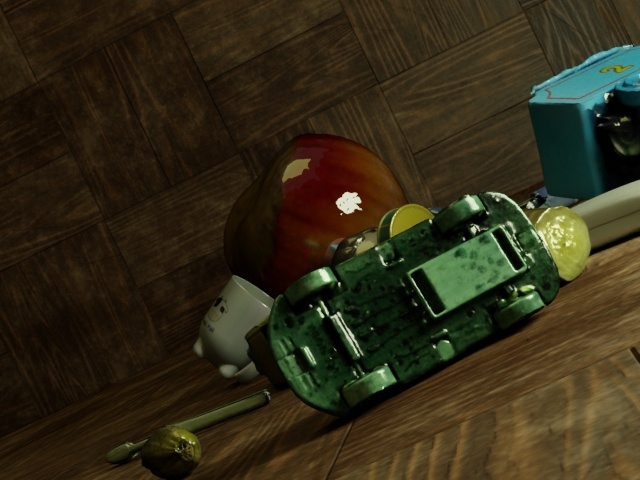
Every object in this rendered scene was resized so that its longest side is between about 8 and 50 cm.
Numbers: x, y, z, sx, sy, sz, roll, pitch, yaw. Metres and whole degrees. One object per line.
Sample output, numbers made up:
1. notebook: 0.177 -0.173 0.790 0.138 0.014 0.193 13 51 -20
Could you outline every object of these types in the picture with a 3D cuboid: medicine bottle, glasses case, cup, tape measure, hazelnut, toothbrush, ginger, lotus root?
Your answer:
1. medicine bottle: 0.517 -0.116 2.392 0.231 0.059 0.059 -26 1 -14
2. glasses case: 0.355 -0.027 1.530 0.233 0.059 0.092 -24 3 37
3. cup: -0.119 0.163 2.033 0.142 0.173 0.134 -54 -32 2
4. tape measure: 0.387 -0.049 2.315 0.091 0.054 0.094 -27 -5 -15
5. hazelnut: 0.000 0.000 2.241 0.359 0.359 0.409 -26 -3 -14
6. toothbrush: -0.178 0.248 1.627 0.294 0.026 0.028 -26 -15 33
7. ginger: 0.210 0.022 1.475 0.263 0.116 0.109 -15 50 60
8. lotus root: -0.163 0.228 1.326 0.049 0.054 0.099 -39 9 -38

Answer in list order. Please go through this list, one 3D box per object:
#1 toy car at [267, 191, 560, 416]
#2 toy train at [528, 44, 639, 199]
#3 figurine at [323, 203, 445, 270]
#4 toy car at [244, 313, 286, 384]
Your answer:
1. toy car: 0.087 0.069 1.235 0.306 0.136 0.125 -27 -12 -17
2. toy train: 0.446 -0.167 1.677 0.300 0.188 0.265 -26 21 -31
3. figurine: 0.101 0.035 1.889 0.275 0.158 0.161 -25 27 52
4. toy car: -0.039 0.140 1.701 0.124 0.101 0.257 -30 0 -6
